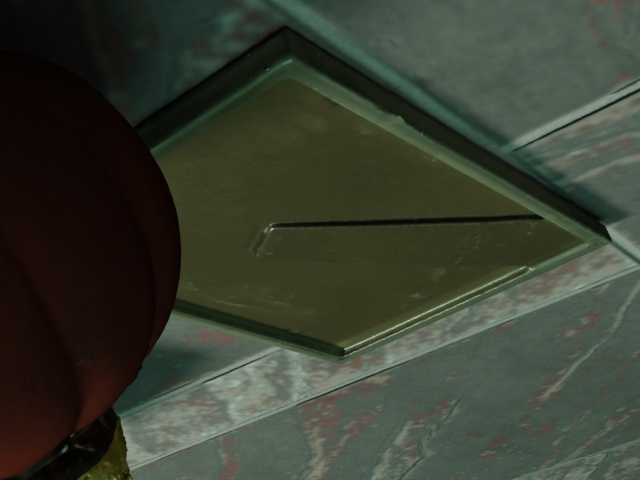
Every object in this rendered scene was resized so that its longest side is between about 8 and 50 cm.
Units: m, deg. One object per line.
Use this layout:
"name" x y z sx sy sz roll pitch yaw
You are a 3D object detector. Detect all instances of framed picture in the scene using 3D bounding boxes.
"framed picture" 0.000 0.000 0.883 0.326 0.028 0.446 -28 149 31

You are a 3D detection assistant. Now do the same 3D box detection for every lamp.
"lamp" -0.221 0.026 0.572 0.303 0.303 0.257 -22 109 23

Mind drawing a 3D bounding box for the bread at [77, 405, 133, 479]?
"bread" -0.281 0.237 1.094 0.121 0.174 0.245 2 159 -32
